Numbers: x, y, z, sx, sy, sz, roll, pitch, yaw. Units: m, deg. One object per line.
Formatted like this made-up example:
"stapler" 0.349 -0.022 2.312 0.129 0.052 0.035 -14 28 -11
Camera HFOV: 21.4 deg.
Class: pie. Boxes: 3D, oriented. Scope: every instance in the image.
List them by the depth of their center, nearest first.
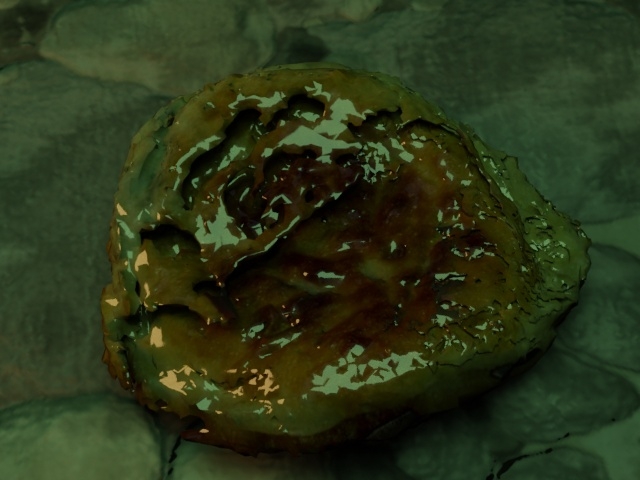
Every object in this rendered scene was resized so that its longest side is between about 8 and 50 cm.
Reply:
"pie" 0.000 0.001 1.035 0.308 0.085 0.308 -1 58 1
